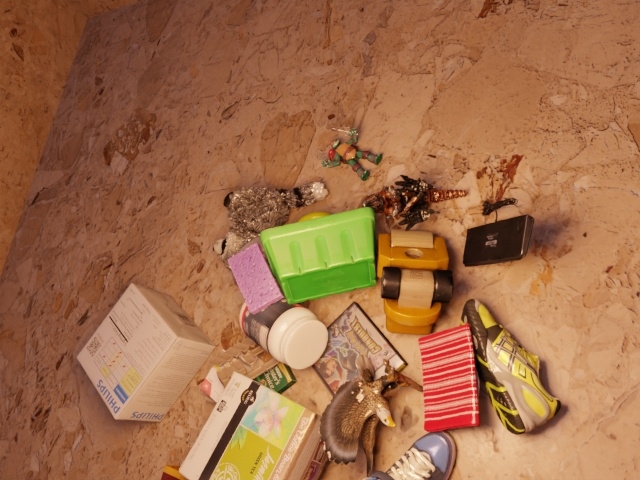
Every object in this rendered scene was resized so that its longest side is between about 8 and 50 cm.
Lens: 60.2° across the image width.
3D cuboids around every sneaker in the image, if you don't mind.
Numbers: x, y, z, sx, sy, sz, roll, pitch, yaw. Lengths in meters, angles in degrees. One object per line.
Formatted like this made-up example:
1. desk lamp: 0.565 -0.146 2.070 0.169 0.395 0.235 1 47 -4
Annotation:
1. sneaker: 0.502 0.328 1.506 0.147 0.145 0.384 -13 57 -8
2. sneaker: 0.214 0.636 1.456 0.322 0.236 0.130 -51 54 3

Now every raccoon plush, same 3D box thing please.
1. raccoon plush: -0.188 -0.039 2.009 0.447 0.216 0.298 -14 71 24

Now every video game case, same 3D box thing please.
1. video game case: 0.102 0.373 1.757 0.248 0.035 0.275 -45 55 7

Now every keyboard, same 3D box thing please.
1. keyboard: 0.502 -0.029 1.569 0.317 0.033 0.201 159 123 -74

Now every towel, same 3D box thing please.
1. towel: 0.350 0.382 1.531 0.199 0.031 0.274 -30 52 50

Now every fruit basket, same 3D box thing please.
1. fruit basket: 0.000 0.000 1.808 0.393 0.282 0.391 -4 53 6

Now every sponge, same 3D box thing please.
1. sponge: -0.212 0.121 1.787 0.117 0.031 0.210 -32 63 7

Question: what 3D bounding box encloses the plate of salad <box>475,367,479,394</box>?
1. plate of salad: 0.376 0.410 1.553 0.200 0.048 0.199 -34 49 49

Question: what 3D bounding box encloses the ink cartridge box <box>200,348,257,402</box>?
1. ink cartridge box: -0.321 0.464 1.944 0.115 0.067 0.198 27 84 35

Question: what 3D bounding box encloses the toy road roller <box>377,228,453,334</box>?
1. toy road roller: 0.270 0.135 1.669 0.203 0.240 0.329 4 34 3

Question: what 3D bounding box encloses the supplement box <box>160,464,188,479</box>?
1. supplement box: -0.418 0.839 1.766 0.129 0.191 0.194 6 73 33

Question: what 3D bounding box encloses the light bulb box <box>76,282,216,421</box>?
1. light bulb box: -0.652 0.417 2.060 0.358 0.225 0.361 38 92 35

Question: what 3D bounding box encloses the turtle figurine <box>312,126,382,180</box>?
1. turtle figurine: 0.099 -0.321 2.003 0.234 0.118 0.175 36 105 21

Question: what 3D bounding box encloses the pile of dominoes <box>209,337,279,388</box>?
1. pile of dominoes: -0.233 0.405 1.880 0.251 0.040 0.196 -28 34 -21

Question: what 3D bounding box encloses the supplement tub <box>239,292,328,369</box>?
1. supplement tub: -0.124 0.283 1.805 0.272 0.191 0.191 26 84 46

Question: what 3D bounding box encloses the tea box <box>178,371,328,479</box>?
1. tea box: -0.170 0.617 1.624 0.324 0.220 0.328 16 69 32

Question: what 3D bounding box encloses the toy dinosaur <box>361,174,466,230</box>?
1. toy dinosaur: 0.294 -0.142 1.779 0.322 0.218 0.164 -27 94 10

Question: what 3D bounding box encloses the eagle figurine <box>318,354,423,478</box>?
1. eagle figurine: 0.135 0.486 1.554 0.226 0.225 0.298 38 89 3

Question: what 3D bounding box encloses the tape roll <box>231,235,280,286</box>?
1. tape roll: -0.203 0.091 1.939 0.072 0.219 0.219 34 89 37

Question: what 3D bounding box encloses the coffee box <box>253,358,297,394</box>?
1. coffee box: -0.178 0.482 1.869 0.184 0.040 0.113 -38 55 10
